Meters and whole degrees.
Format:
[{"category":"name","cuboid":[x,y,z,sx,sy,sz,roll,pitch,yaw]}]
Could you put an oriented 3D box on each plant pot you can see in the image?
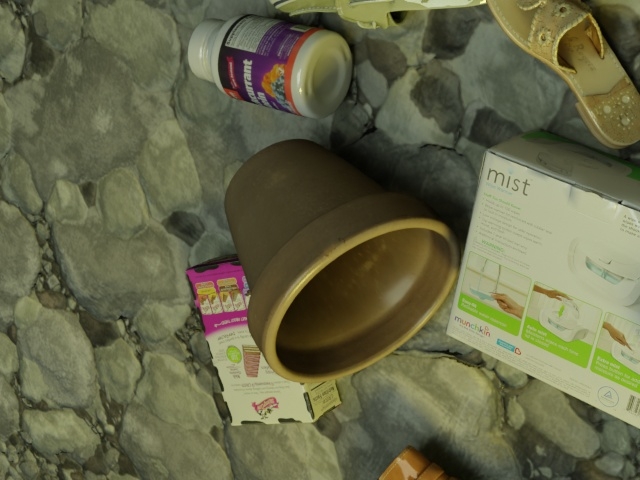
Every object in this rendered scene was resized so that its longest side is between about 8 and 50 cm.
[{"category":"plant pot","cuboid":[0.000,0.000,1.390,0.229,0.263,0.263,55,133,34]}]

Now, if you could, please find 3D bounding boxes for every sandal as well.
[{"category":"sandal","cuboid":[0.260,-0.204,1.173,0.240,0.088,0.079,54,168,3]}]

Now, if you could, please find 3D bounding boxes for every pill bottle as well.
[{"category":"pill bottle","cuboid":[-0.067,-0.220,1.432,0.193,0.108,0.108,18,116,34]}]

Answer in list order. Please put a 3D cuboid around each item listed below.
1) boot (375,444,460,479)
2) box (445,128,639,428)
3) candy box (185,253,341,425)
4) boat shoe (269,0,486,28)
[{"category":"boot","cuboid":[0.186,0.335,1.438,0.220,0.109,0.283,52,140,11]},{"category":"box","cuboid":[0.288,0.036,1.225,0.262,0.127,0.231,24,119,31]},{"category":"candy box","cuboid":[-0.078,0.132,1.592,0.159,0.071,0.233,-9,99,40]},{"category":"boat shoe","cuboid":[0.067,-0.285,1.303,0.302,0.109,0.094,-5,105,37]}]
